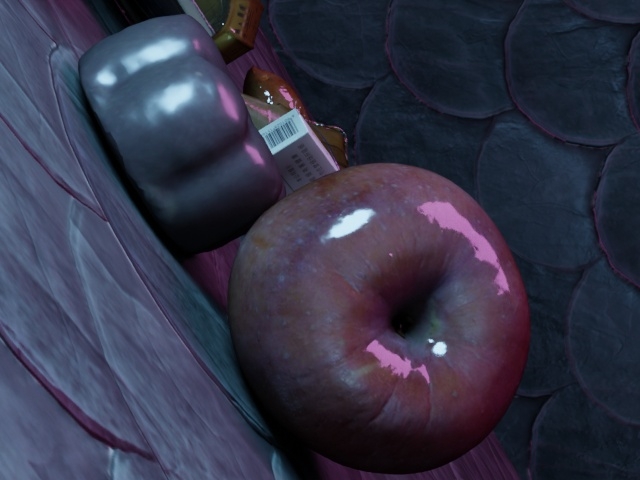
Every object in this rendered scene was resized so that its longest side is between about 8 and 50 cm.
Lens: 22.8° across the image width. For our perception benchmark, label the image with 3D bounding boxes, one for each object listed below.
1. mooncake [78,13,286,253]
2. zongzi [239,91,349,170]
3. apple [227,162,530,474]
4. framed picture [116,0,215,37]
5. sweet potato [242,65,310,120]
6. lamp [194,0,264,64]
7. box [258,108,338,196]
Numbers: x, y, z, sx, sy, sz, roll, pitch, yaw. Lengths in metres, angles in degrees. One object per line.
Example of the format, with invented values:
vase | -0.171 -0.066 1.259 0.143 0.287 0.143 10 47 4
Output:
mooncake | -0.131 -0.103 1.547 0.245 0.133 0.245 62 -1 1
zongzi | -0.052 -0.078 2.240 0.289 0.123 0.260 23 42 -50
apple | 0.053 0.071 1.502 0.306 0.305 0.235 58 -17 -15
framed picture | -0.259 -0.378 1.892 0.335 0.022 0.247 57 -15 -17
sweet potato | -0.025 -0.098 2.472 0.385 0.109 0.109 62 5 -21
lamp | -0.161 -0.318 2.207 0.161 0.161 0.185 60 4 4
box | -0.066 -0.071 1.772 0.048 0.152 0.100 60 5 37
